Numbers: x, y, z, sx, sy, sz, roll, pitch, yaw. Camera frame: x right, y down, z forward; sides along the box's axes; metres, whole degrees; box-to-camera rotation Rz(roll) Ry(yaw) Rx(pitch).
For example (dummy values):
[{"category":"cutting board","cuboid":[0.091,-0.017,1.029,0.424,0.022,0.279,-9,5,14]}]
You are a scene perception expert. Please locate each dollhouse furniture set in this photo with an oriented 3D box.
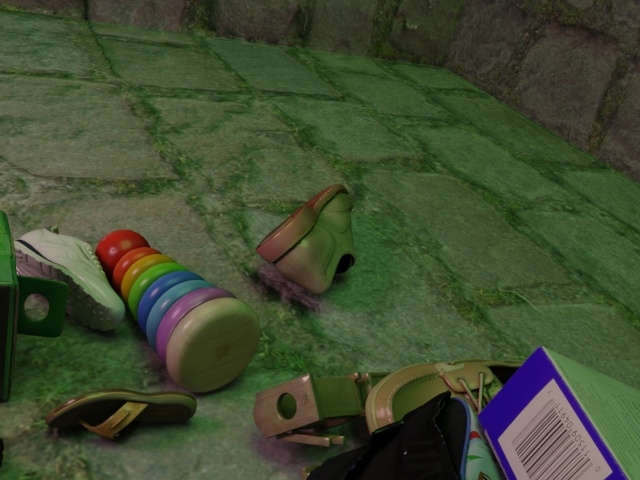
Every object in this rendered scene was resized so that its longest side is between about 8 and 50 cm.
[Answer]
[{"category":"dollhouse furniture set","cuboid":[0.021,0.262,0.941,0.182,0.101,0.161,13,57,-51]}]

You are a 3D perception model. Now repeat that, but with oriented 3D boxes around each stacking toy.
[{"category":"stacking toy","cuboid":[-0.231,0.077,1.072,0.141,0.141,0.330,-8,31,-39]}]

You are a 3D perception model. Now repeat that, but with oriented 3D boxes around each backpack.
[{"category":"backpack","cuboid":[0.101,0.288,0.713,0.213,0.276,0.263,48,27,-11]}]

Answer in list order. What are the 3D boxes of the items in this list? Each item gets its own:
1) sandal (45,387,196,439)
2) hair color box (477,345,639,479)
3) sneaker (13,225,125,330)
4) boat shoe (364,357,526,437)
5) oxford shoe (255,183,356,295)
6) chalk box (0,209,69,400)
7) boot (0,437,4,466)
[{"category":"sandal","cuboid":[-0.235,0.215,0.879,0.180,0.072,0.049,7,50,-27]},{"category":"hair color box","cuboid":[0.326,0.241,0.666,0.339,0.110,0.185,24,24,-22]},{"category":"sneaker","cuboid":[-0.360,0.045,1.075,0.235,0.090,0.095,31,40,24]},{"category":"boat shoe","cuboid":[0.203,0.213,1.001,0.341,0.110,0.122,-4,72,-42]},{"category":"oxford shoe","cuboid":[0.000,0.000,1.380,0.146,0.140,0.397,50,24,-3]},{"category":"chalk box","cuboid":[-0.460,0.077,0.878,0.289,0.180,0.179,1,31,-29]},{"category":"boot","cuboid":[-0.452,0.238,0.706,0.161,0.083,0.246,17,20,17]}]
